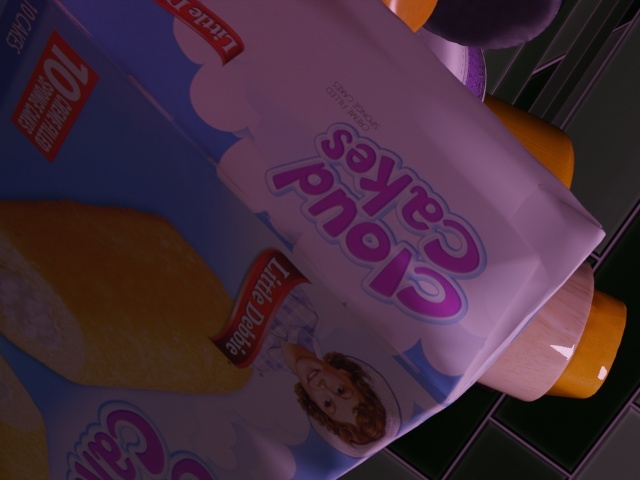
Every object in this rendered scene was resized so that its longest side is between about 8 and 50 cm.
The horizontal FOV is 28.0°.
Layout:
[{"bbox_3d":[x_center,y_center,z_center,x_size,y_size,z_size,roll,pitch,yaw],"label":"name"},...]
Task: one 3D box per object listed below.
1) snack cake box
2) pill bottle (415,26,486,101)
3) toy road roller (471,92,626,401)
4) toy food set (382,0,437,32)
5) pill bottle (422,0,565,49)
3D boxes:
[{"bbox_3d":[-0.053,0.023,0.429,0.089,0.152,0.264,-41,177,-39],"label":"snack cake box"},{"bbox_3d":[0.038,-0.096,0.738,0.108,0.108,0.193,-56,169,9],"label":"pill bottle"},{"bbox_3d":[0.119,-0.014,1.045,0.329,0.202,0.241,173,-61,-80],"label":"toy road roller"},{"bbox_3d":[0.032,-0.207,0.488,0.111,0.104,0.232,-24,133,-44],"label":"toy food set"},{"bbox_3d":[0.112,-0.198,0.632,0.219,0.122,0.123,-58,173,-33],"label":"pill bottle"}]
